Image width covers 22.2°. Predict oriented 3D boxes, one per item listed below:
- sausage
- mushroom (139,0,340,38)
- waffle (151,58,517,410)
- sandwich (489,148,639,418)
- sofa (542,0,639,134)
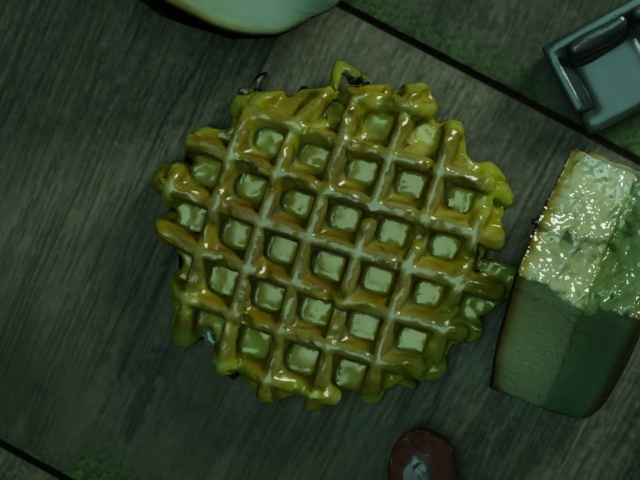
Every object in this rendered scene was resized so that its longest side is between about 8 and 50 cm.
[{"bbox_3d":[0.086,0.206,1.380,0.059,0.054,0.094,2,94,12],"label":"sausage"},{"bbox_3d":[-0.096,-0.290,1.337,0.267,0.164,0.189,7,123,-22],"label":"mushroom"},{"bbox_3d":[0.010,-0.004,1.381,0.329,0.062,0.329,1,93,12],"label":"waffle"},{"bbox_3d":[0.205,0.045,1.281,0.108,0.186,0.220,24,98,12],"label":"sandwich"},{"bbox_3d":[0.264,-0.154,1.320,0.147,0.060,0.085,-27,88,11],"label":"sofa"}]
